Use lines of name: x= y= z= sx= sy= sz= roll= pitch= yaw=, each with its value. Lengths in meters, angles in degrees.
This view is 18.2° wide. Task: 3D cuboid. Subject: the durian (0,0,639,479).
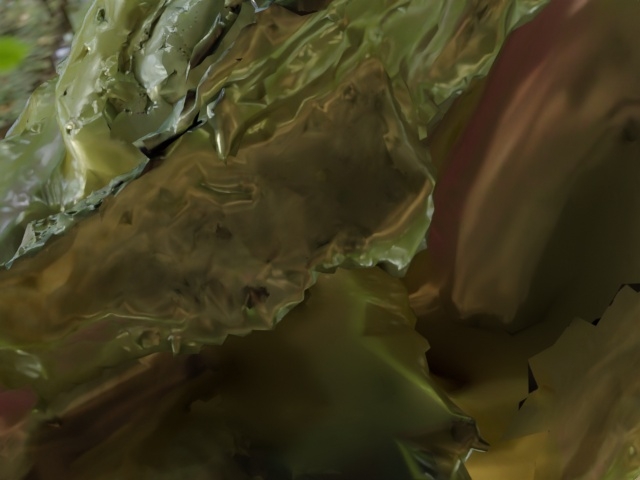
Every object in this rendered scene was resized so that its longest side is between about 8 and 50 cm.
durian: x=0.000 y=0.000 z=0.413 sx=0.306 sy=0.166 sz=0.172 roll=-32 pitch=-100 yaw=-26
